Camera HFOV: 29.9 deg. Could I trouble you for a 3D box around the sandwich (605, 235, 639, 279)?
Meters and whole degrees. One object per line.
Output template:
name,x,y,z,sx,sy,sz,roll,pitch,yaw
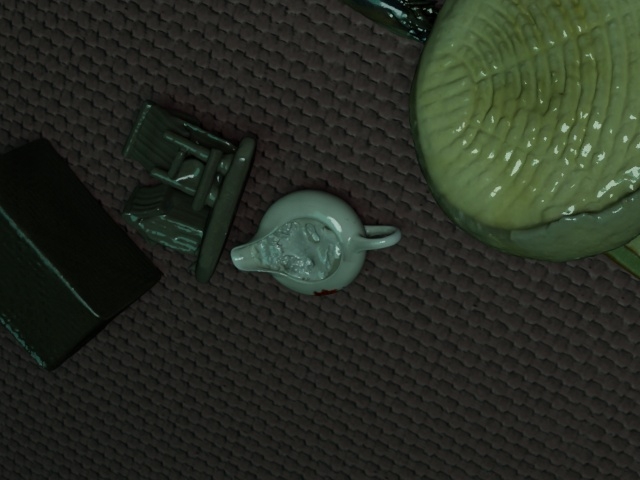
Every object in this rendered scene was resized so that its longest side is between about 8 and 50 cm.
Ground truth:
sandwich,0.401,-0.003,1.413,0.163,0.113,0.079,33,118,-4

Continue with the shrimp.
shrimp,0.087,-0.350,1.412,0.262,0.051,0.198,37,118,6

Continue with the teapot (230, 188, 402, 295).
teapot,0.000,0.000,1.564,0.226,0.092,0.145,-8,111,22

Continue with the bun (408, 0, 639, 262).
bun,0.280,-0.147,1.313,0.364,0.202,0.364,-11,71,35

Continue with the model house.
model house,-0.180,-0.078,1.583,0.188,0.122,0.229,28,121,10

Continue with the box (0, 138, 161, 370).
box,-0.385,0.015,1.663,0.143,0.184,0.273,-40,93,28
